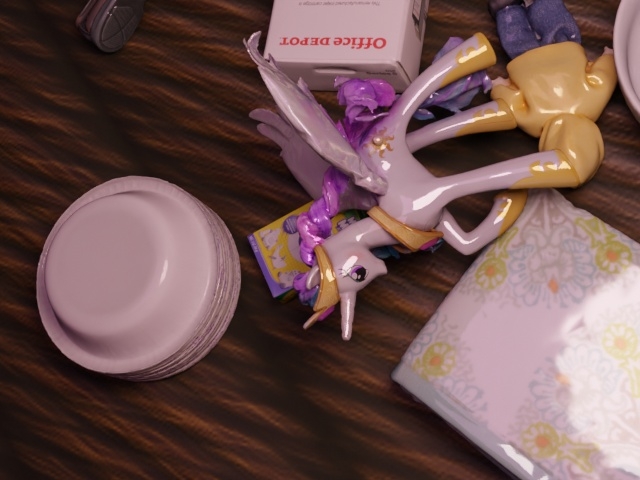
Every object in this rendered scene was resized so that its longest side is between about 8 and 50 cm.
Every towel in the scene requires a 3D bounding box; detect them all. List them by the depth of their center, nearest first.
[{"bbox_3d":[0.317,0.153,1.197,0.374,0.090,0.320,37,85,23],"label":"towel"}]

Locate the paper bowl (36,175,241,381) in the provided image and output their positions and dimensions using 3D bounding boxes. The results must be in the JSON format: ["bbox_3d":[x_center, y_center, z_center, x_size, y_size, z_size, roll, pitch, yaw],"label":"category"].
[{"bbox_3d":[-0.266,0.048,1.385,0.284,0.148,0.284,-5,72,16],"label":"paper bowl"}]

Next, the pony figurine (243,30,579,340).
[{"bbox_3d":[0.072,-0.098,1.218,0.364,0.303,0.351,-29,75,-2],"label":"pony figurine"}]

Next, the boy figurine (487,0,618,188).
[{"bbox_3d":[0.312,-0.204,1.295,0.177,0.092,0.285,-19,71,12],"label":"boy figurine"}]

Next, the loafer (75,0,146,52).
[{"bbox_3d":[-0.296,-0.426,1.560,0.084,0.096,0.267,33,89,29],"label":"loafer"}]

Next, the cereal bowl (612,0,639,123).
[{"bbox_3d":[0.531,-0.226,1.200,0.339,0.141,0.338,-5,74,16],"label":"cereal bowl"}]

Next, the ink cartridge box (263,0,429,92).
[{"bbox_3d":[0.048,-0.355,1.410,0.199,0.115,0.272,5,76,20],"label":"ink cartridge box"}]

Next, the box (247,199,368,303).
[{"bbox_3d":[0.000,0.000,1.366,0.179,0.043,0.105,-28,67,7],"label":"box"}]
